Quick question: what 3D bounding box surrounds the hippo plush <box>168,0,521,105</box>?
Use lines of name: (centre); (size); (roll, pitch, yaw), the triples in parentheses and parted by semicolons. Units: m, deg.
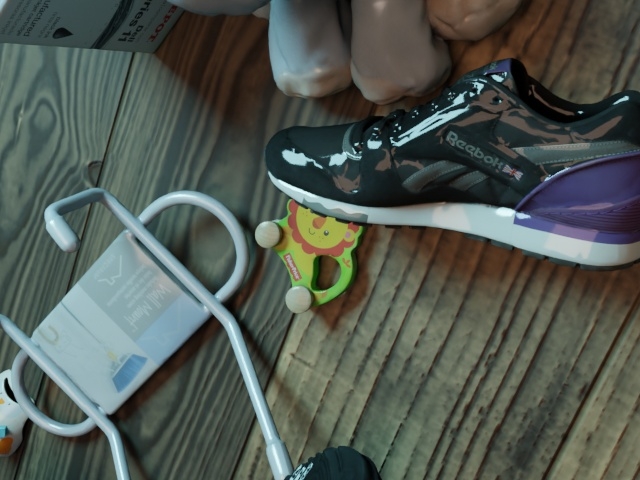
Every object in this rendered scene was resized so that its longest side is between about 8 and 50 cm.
hippo plush: (0.011, -0.222, 0.542); (0.234, 0.236, 0.294); (44, 114, 16)

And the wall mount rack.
wall mount rack: (-0.177, 0.133, 0.753); (0.304, 0.130, 0.350); (46, 116, 0)

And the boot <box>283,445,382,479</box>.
boot: (0.026, 0.293, 0.653); (0.207, 0.094, 0.246); (33, 108, -20)

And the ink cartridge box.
ink cartridge box: (-0.181, -0.236, 0.657); (0.087, 0.208, 0.153); (48, 116, 10)

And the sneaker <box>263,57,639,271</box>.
sneaker: (0.097, -0.075, 0.583); (0.283, 0.107, 0.124); (11, 120, 17)

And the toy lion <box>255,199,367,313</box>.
toy lion: (0.000, 0.000, 0.698); (0.096, 0.034, 0.100); (-27, 85, 20)

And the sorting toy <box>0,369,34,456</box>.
sorting toy: (-0.355, 0.185, 0.906); (0.075, 0.045, 0.083); (-45, 76, 5)
